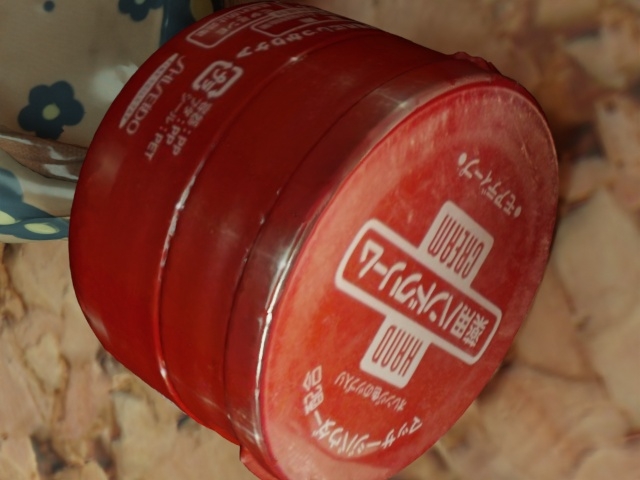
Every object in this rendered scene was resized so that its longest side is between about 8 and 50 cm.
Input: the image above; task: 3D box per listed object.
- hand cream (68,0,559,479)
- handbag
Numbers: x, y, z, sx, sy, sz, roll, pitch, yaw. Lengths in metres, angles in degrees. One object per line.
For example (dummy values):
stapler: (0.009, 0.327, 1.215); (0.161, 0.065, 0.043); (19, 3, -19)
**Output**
hand cream: (0.000, 0.000, 0.483); (0.125, 0.193, 0.193); (29, 113, 38)
handbag: (-0.117, -0.118, 0.583); (0.193, 0.190, 0.251); (6, 94, 30)
